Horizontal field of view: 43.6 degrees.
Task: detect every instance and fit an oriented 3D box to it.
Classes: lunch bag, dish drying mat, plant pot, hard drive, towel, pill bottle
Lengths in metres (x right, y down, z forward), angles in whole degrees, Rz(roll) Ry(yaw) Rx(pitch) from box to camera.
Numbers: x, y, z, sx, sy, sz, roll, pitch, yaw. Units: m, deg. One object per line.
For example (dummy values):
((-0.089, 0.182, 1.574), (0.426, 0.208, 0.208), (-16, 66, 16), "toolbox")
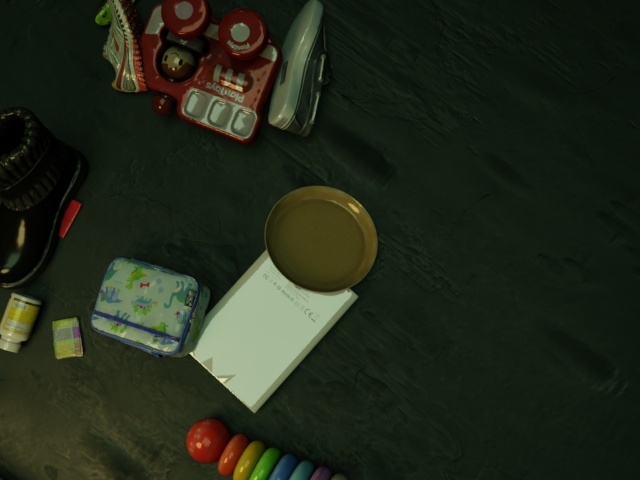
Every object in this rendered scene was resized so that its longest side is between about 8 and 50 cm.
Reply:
((-0.346, 0.138, 1.632), (0.219, 0.090, 0.176), (17, 82, 16), "lunch bag")
((-0.543, -0.048, 1.716), (0.032, 0.008, 0.083), (27, 86, 7), "dish drying mat")
((0.000, 0.000, 1.654), (0.237, 0.032, 0.236), (4, 68, -11), "plant pot")
((-0.104, 0.166, 1.662), (0.210, 0.040, 0.318), (42, 86, 6), "hard drive")
((-0.533, 0.207, 1.686), (0.060, 0.009, 0.083), (-10, 83, 1), "towel")
((-0.629, 0.170, 1.665), (0.065, 0.065, 0.116), (19, 84, 4), "pill bottle")

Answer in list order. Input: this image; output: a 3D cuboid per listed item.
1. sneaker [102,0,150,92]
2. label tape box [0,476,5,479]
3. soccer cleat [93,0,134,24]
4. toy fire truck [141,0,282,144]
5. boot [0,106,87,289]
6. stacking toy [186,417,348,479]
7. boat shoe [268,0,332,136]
((-0.426, -0.423, 1.697), (0.093, 0.088, 0.225), (-9, 101, 7), "sneaker")
((-0.677, 0.614, 1.595), (0.334, 0.106, 0.240), (32, 85, 5), "label tape box")
((-0.435, -0.544, 1.750), (0.072, 0.060, 0.179), (40, 84, 22), "soccer cleat")
((-0.237, -0.361, 1.666), (0.302, 0.169, 0.253), (21, 89, 5), "toy fire truck")
((-0.618, -0.079, 1.592), (0.131, 0.260, 0.347), (21, 84, 10), "boot")
((-0.116, 0.454, 1.596), (0.330, 0.141, 0.141), (28, 85, 11), "stacking toy")
((-0.025, -0.364, 1.696), (0.102, 0.108, 0.301), (21, 69, -28), "boat shoe")
